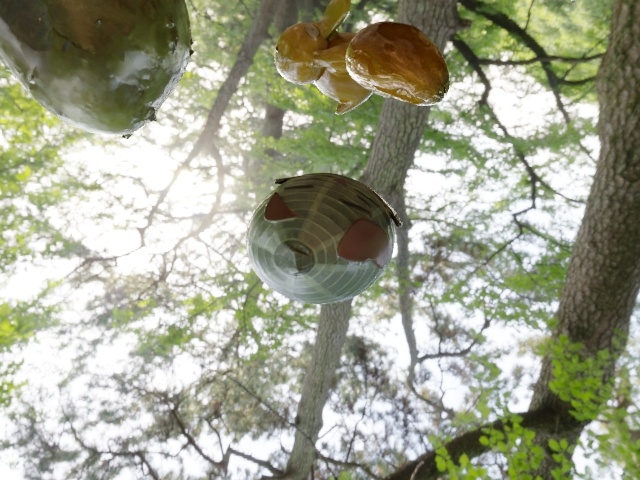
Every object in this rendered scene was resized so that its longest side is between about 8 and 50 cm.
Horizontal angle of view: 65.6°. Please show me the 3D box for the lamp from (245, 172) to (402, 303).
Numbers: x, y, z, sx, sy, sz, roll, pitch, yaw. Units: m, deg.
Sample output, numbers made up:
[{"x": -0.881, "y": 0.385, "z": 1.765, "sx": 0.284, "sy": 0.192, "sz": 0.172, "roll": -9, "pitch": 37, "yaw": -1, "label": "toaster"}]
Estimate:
[{"x": 0.000, "y": 0.000, "z": 0.844, "sx": 0.266, "sy": 0.232, "sz": 0.233, "roll": 11, "pitch": -152, "yaw": 15, "label": "lamp"}]

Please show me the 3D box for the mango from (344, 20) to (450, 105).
[{"x": 0.086, "y": -0.206, "z": 0.567, "sx": 0.105, "sy": 0.084, "sz": 0.159, "roll": 9, "pitch": -162, "yaw": -23, "label": "mango"}]

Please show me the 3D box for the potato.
[{"x": -0.279, "y": -0.260, "z": 0.536, "sx": 0.307, "sy": 0.210, "sz": 0.173, "roll": 43, "pitch": -158, "yaw": -14, "label": "potato"}]

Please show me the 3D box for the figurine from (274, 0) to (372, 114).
[{"x": 0.031, "y": -0.375, "z": 1.033, "sx": 0.228, "sy": 0.215, "sz": 0.215, "roll": 39, "pitch": -168, "yaw": -34, "label": "figurine"}]
